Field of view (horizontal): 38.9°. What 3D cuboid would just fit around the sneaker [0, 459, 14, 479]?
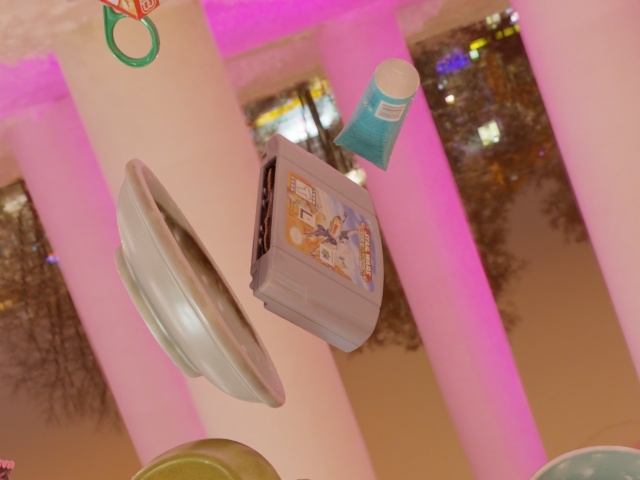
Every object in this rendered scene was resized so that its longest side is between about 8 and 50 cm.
[{"bbox_3d":[-0.523,0.368,1.411,0.047,0.057,0.119,-6,161,21],"label":"sneaker"}]

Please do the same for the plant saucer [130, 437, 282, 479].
[{"bbox_3d":[-0.141,0.311,0.919,0.241,0.240,0.037,-19,143,19],"label":"plant saucer"}]

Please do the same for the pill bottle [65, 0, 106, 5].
[{"bbox_3d":[-0.231,-0.370,1.150,0.215,0.117,0.117,-15,-175,-1],"label":"pill bottle"}]

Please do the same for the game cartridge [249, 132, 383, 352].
[{"bbox_3d":[0.000,0.000,1.241,0.062,0.198,0.297,-43,-149,36],"label":"game cartridge"}]

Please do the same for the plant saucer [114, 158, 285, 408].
[{"bbox_3d":[-0.190,0.079,1.267,0.101,0.400,0.400,-32,-175,-2],"label":"plant saucer"}]

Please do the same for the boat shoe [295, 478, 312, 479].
[{"bbox_3d":[-0.033,0.491,1.608,0.324,0.122,0.120,17,-149,-12],"label":"boat shoe"}]

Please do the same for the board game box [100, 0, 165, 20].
[{"bbox_3d":[-0.183,-0.287,0.819,0.194,0.045,0.147,32,-118,26],"label":"board game box"}]

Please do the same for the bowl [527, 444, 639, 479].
[{"bbox_3d":[0.371,0.437,1.155,0.312,0.311,0.163,-22,150,-17],"label":"bowl"}]

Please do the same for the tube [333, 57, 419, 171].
[{"bbox_3d":[0.069,-0.145,1.103,0.052,0.080,0.207,-55,177,-23],"label":"tube"}]

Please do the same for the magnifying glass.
[{"bbox_3d":[-0.341,-0.396,1.501,0.092,0.230,0.026,-15,-155,22],"label":"magnifying glass"}]
